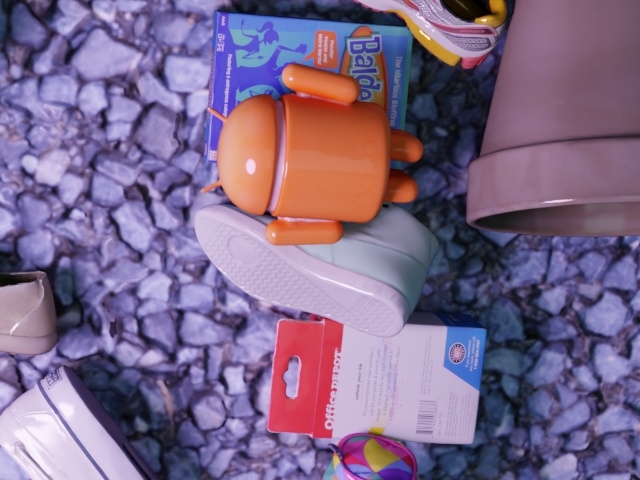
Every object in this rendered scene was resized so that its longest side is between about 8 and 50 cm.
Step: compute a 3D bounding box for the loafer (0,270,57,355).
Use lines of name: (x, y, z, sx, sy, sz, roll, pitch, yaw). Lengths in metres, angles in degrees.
loafer: (-0.400, 0.053, 1.663, 0.268, 0.102, 0.092, 10, 98, -20)

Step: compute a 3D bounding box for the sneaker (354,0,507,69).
sneaker: (0.098, -0.277, 1.661, 0.225, 0.093, 0.088, 33, 57, -5)

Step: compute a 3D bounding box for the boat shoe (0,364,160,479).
boat shoe: (-0.229, 0.323, 1.720, 0.156, 0.136, 0.367, -35, 101, -2)

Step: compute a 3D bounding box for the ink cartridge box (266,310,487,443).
ink cartridge box: (0.056, 0.145, 1.760, 0.231, 0.078, 0.134, 4, 100, -10)

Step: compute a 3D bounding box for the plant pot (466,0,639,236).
plant pot: (0.306, -0.156, 1.649, 0.323, 0.323, 0.280, 0, 85, -9)

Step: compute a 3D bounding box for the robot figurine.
robot figurine: (-0.009, -0.086, 1.633, 0.219, 0.128, 0.158, 3, 142, -11)

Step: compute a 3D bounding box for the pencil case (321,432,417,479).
pencil case: (0.026, 0.316, 1.740, 0.104, 0.104, 0.236, 13, 122, -11)

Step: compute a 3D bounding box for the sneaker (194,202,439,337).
sneaker: (0.000, 0.001, 1.731, 0.256, 0.151, 0.094, 23, 137, 13)

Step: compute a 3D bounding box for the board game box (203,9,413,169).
board game box: (-0.013, -0.157, 1.707, 0.210, 0.047, 0.160, 2, 100, -11)
